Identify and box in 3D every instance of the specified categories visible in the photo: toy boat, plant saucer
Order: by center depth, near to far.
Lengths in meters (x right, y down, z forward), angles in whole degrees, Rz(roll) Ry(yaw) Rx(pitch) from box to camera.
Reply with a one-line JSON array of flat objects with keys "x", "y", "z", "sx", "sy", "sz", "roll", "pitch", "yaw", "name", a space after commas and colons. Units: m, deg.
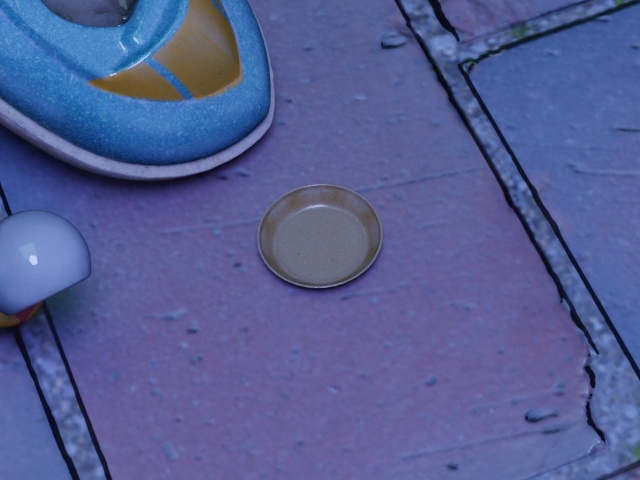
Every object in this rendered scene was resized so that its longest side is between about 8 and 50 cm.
[{"x": -0.154, "y": -0.088, "z": 1.176, "sx": 0.267, "sy": 0.148, "sz": 0.318, "roll": 26, "pitch": 67, "yaw": -22, "name": "toy boat"}, {"x": 0.000, "y": 0.000, "z": 1.221, "sx": 0.083, "sy": 0.015, "sz": 0.083, "roll": -2, "pitch": 56, "yaw": 3, "name": "plant saucer"}]
